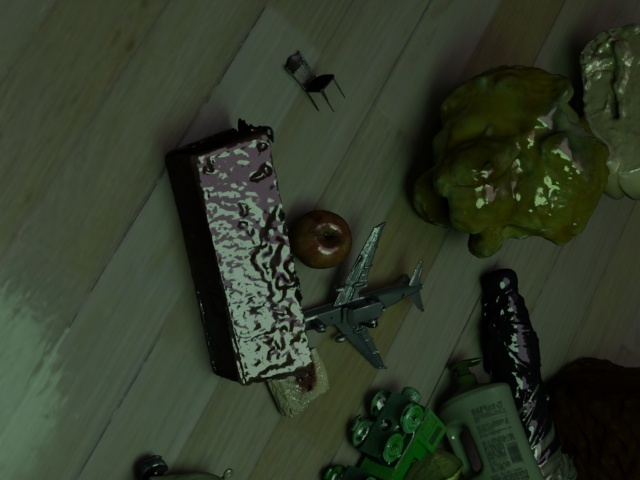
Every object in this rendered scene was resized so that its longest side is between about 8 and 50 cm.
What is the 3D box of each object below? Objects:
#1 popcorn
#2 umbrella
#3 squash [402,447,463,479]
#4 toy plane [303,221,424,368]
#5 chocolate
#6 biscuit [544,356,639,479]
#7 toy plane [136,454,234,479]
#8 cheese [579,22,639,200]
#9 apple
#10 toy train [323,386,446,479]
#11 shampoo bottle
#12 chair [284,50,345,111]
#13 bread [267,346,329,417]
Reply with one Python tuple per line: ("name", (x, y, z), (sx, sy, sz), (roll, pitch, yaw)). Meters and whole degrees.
("popcorn", (0.270, -0.100, 1.669), (0.276, 0.276, 0.225), (-62, 159, -18))
("umbrella", (0.296, 0.219, 1.794), (0.113, 0.106, 0.358), (-15, 93, -46))
("squash", (0.135, 0.394, 1.670), (0.075, 0.090, 0.200), (11, 97, -42))
("toy plane", (0.054, 0.088, 1.614), (0.226, 0.058, 0.226), (-20, 120, -35))
("chocolate", (-0.102, 0.016, 1.470), (0.112, 0.112, 0.321), (-15, 102, -26))
("biscuit", (0.512, 0.363, 1.770), (0.166, 0.395, 0.343), (-17, 99, -30))
("toy plane", (-0.219, 0.325, 1.404), (0.286, 0.092, 0.108), (2, 116, -39))
("cheese", (0.478, -0.193, 1.846), (0.233, 0.127, 0.266), (33, 55, -50))
("apple", (0.000, 0.000, 1.560), (0.084, 0.071, 0.084), (9, 70, -25))
("toy train", (0.077, 0.321, 1.630), (0.251, 0.085, 0.119), (-57, 137, -17))
("shampoo bottle", (0.239, 0.283, 1.704), (0.087, 0.118, 0.234), (30, 38, -63))
("chair", (-0.006, -0.210, 1.567), (0.086, 0.042, 0.037), (52, 59, -27))
("bread", (-0.028, 0.187, 1.568), (0.083, 0.035, 0.070), (-31, 111, -36))
